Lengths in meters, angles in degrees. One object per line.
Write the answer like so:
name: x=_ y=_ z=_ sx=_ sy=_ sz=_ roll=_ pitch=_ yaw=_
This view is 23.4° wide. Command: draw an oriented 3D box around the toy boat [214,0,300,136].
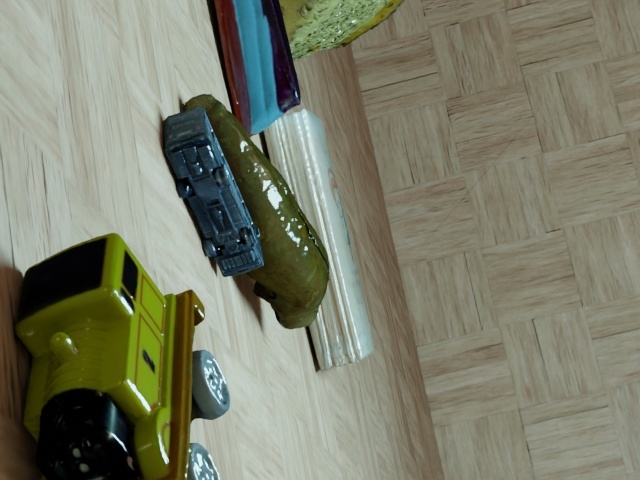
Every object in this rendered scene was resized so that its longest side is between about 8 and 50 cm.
toy boat: x=-0.096 y=-0.301 z=1.836 sx=0.136 sy=0.079 sz=0.392 roll=57 pitch=17 yaw=-66

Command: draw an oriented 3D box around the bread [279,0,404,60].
bread: x=-0.002 y=-0.409 z=2.017 sx=0.248 sy=0.315 sz=0.279 roll=-32 pitch=91 yaw=-43

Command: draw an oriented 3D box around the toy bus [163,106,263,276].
toy bus: x=-0.096 y=-0.042 z=1.395 sx=0.065 sy=0.047 sz=0.166 roll=-102 pitch=174 yaw=-47

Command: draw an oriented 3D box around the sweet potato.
sweet potato: x=-0.064 y=-0.018 z=1.524 sx=0.112 sy=0.085 sz=0.286 roll=29 pitch=-23 yaw=50

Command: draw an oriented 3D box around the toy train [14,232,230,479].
toy train: x=-0.114 y=0.087 z=0.841 sx=0.219 sy=0.089 sz=0.127 roll=-93 pitch=157 yaw=-54

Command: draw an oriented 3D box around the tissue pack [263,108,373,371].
tissue pack: x=0.000 y=0.000 z=1.990 sx=0.170 sy=0.071 sz=0.325 roll=16 pitch=61 yaw=-84
